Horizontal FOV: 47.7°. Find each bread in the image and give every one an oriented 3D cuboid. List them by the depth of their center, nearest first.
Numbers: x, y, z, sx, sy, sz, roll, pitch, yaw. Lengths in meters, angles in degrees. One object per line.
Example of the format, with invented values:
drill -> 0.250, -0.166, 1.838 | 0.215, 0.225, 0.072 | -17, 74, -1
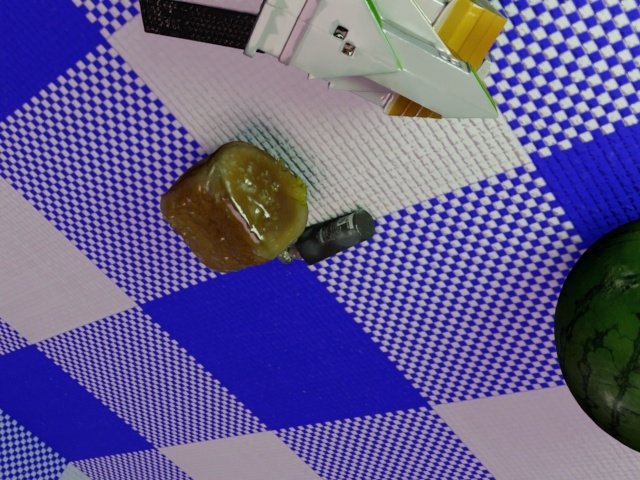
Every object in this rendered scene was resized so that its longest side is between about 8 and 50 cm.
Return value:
bread -> -0.140, -0.062, 1.224 | 0.195, 0.176, 0.246 | 54, 146, -14

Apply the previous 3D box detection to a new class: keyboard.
keyboard -> -0.179, -0.327, 1.094 | 0.205, 0.013, 0.061 | 13, 136, 13

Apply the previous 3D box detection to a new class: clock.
clock -> 0.087, -0.263, 0.885 | 0.310, 0.235, 0.166 | 24, 123, -13

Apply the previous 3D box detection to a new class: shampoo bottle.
shampoo bottle -> 0.001, -0.001, 1.300 | 0.208, 0.057, 0.063 | -22, 120, 38

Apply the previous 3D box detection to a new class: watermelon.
watermelon -> 0.498, 0.135, 1.007 | 0.364, 0.363, 0.363 | 13, 136, 13
